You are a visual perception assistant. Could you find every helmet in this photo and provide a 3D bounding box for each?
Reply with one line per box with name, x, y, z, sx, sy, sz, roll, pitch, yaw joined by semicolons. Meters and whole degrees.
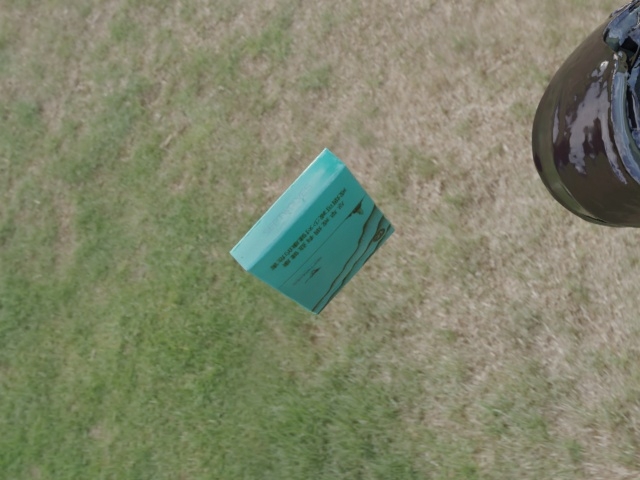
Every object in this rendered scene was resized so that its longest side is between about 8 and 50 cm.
helmet;0.353;-0.133;0.853;0.225;0.177;0.305;50;56;-4

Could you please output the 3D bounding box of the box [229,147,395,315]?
box;0.000;0.000;0.942;0.161;0.226;0.042;-47;63;1
